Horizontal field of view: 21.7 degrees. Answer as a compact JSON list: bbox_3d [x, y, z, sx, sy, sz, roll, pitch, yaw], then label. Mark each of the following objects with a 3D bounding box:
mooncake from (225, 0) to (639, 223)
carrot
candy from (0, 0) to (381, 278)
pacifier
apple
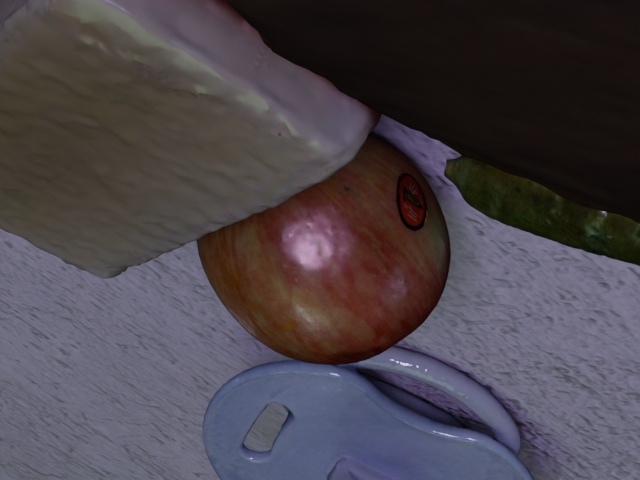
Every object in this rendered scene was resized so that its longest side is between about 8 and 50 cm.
[{"bbox_3d":[0.140,-0.116,0.551,0.324,0.187,0.324,17,169,3],"label":"mooncake"},{"bbox_3d":[0.231,-0.004,0.890,0.359,0.074,0.074,15,154,24],"label":"carrot"},{"bbox_3d":[-0.109,-0.092,0.923,0.179,0.135,0.321,33,154,-23],"label":"candy"},{"bbox_3d":[0.037,0.213,1.307,0.287,0.225,0.238,27,136,-9],"label":"pacifier"},{"bbox_3d":[0.000,0.000,1.003,0.146,0.146,0.131,-7,128,47],"label":"apple"}]
